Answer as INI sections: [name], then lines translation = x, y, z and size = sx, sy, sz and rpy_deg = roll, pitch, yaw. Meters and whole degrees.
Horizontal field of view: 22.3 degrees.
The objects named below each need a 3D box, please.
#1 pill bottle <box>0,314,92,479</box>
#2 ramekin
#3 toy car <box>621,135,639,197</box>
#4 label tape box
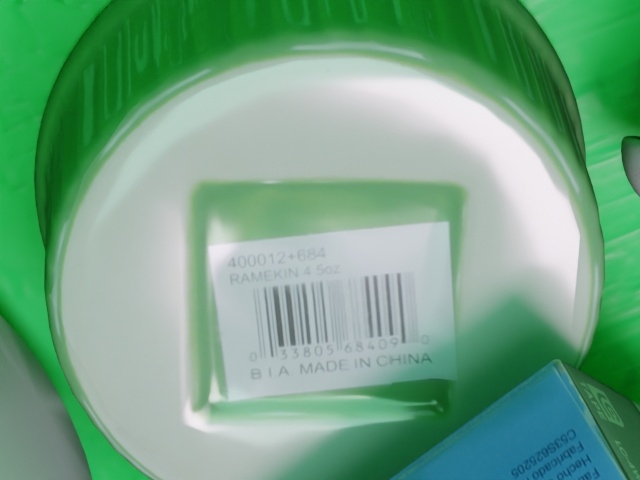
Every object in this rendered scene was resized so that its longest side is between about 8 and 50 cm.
[pill bottle]
translation = -0.334, 0.189, 0.858
size = 0.407, 0.229, 0.229
rpy_deg = -29, 114, 10
[ramekin]
translation = 0.000, 0.000, 0.835
size = 0.303, 0.148, 0.303
rpy_deg = -2, 116, -3
[toy car]
translation = 0.238, -0.078, 0.801
size = 0.136, 0.182, 0.159
rpy_deg = 9, 100, -13
[label tape box]
translation = 0.122, 0.212, 0.874
size = 0.249, 0.115, 0.347
rpy_deg = -39, 145, 15
